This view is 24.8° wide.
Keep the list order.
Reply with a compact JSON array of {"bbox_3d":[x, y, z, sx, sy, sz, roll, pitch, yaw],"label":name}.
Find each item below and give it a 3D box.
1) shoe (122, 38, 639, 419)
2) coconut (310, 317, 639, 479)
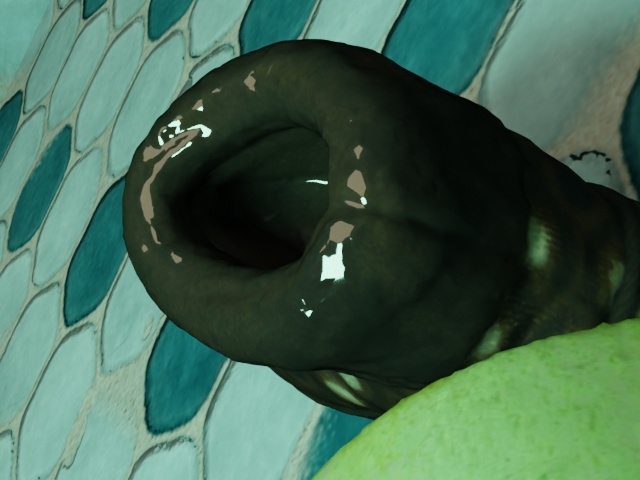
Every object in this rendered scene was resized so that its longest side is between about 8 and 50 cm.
[{"bbox_3d":[0.000,0.000,0.806,0.384,0.237,0.171,13,79,64],"label":"shoe"},{"bbox_3d":[0.112,0.162,0.369,0.328,0.281,0.328,-46,18,19],"label":"coconut"}]
